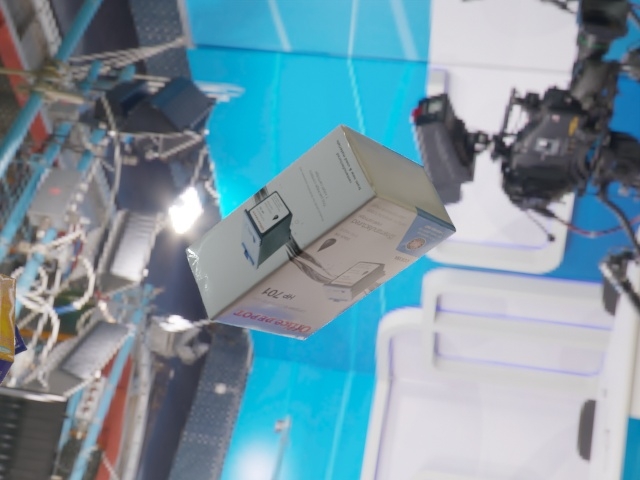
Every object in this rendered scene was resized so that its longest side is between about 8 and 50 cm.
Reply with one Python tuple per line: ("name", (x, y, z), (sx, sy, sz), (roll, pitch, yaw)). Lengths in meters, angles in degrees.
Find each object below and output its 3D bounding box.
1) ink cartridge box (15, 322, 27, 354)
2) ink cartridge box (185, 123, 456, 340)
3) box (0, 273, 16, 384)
("ink cartridge box", (-0.485, 0.020, 1.096), (0.311, 0.186, 0.065), (64, 157, 8))
("ink cartridge box", (0.000, 0.000, 0.830), (0.139, 0.190, 0.082), (19, -141, -52))
("box", (-0.293, 0.098, 0.824), (0.081, 0.028, 0.136), (-55, 33, 21))
